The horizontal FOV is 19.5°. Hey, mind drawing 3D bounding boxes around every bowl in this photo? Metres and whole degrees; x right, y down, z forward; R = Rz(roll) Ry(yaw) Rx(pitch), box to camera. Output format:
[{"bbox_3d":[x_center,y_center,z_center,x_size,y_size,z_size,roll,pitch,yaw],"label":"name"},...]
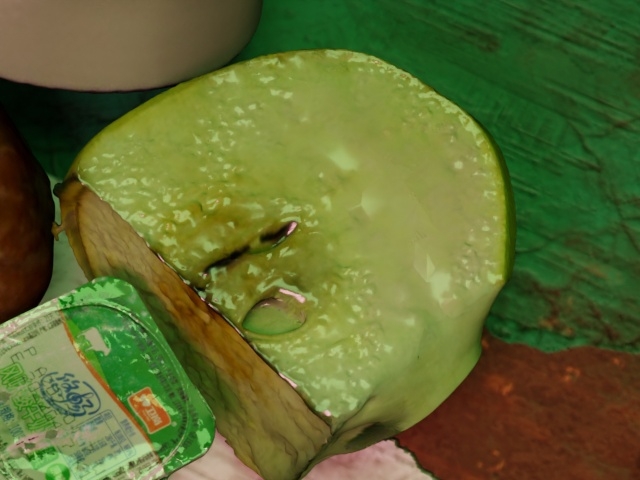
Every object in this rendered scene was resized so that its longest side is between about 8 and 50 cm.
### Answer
[{"bbox_3d":[-0.187,-0.281,1.327,0.354,0.185,0.354,14,36,-10],"label":"bowl"}]

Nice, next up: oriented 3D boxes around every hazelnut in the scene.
[{"bbox_3d":[-0.280,-0.035,1.268,0.218,0.218,0.234,-8,66,-9],"label":"hazelnut"}]

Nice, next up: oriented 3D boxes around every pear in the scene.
[{"bbox_3d":[0.000,0.000,1.299,0.286,0.176,0.282,44,66,10],"label":"pear"}]

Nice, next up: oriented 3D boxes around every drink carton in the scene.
[{"bbox_3d":[-0.161,0.133,1.233,0.144,0.142,0.146,-26,70,-19],"label":"drink carton"}]
